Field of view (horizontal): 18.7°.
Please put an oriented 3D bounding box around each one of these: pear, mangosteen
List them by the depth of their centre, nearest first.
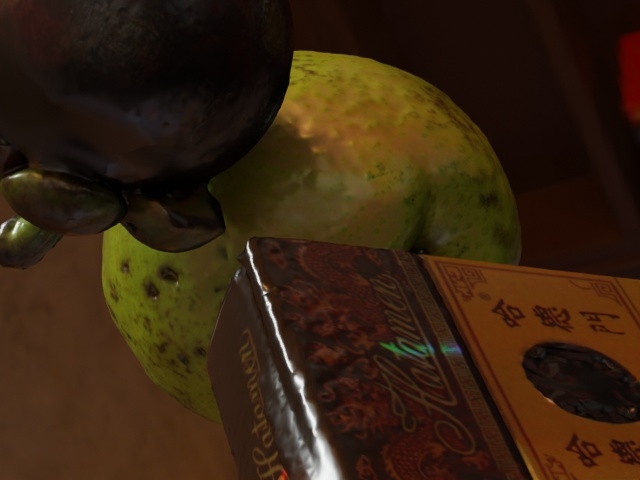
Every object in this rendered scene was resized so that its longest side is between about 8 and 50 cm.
[{"bbox_3d":[-0.169,-0.151,1.545,0.311,0.311,0.311,49,-147,-48],"label":"mangosteen"},{"bbox_3d":[0.000,0.000,1.777,0.391,0.391,0.391,49,-147,-48],"label":"pear"}]

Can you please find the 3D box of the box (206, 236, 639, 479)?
[{"bbox_3d":[0.153,0.130,1.195,0.264,0.415,0.115,-111,35,-52],"label":"box"}]
